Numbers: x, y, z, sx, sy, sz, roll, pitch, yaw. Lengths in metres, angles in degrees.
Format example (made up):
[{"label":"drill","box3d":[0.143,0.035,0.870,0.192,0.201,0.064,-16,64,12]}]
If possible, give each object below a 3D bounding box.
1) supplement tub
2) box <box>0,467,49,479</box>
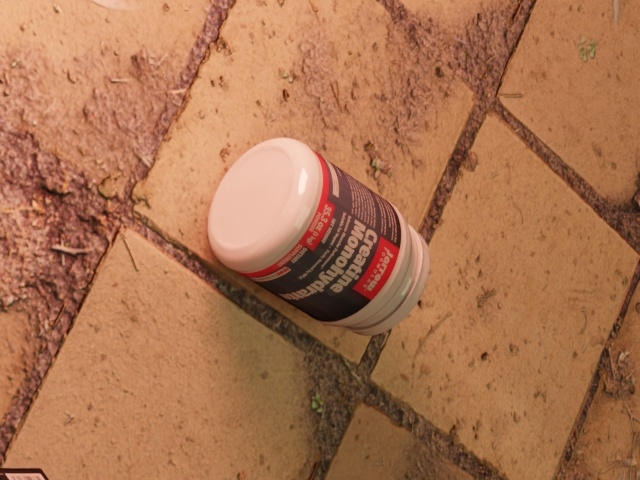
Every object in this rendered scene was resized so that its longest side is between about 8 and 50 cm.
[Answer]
[{"label":"supplement tub","box3d":[0.000,0.000,2.121,0.272,0.191,0.191,32,72,-39]},{"label":"box","box3d":[-0.417,0.341,1.680,0.261,0.103,0.184,9,114,-42]}]
